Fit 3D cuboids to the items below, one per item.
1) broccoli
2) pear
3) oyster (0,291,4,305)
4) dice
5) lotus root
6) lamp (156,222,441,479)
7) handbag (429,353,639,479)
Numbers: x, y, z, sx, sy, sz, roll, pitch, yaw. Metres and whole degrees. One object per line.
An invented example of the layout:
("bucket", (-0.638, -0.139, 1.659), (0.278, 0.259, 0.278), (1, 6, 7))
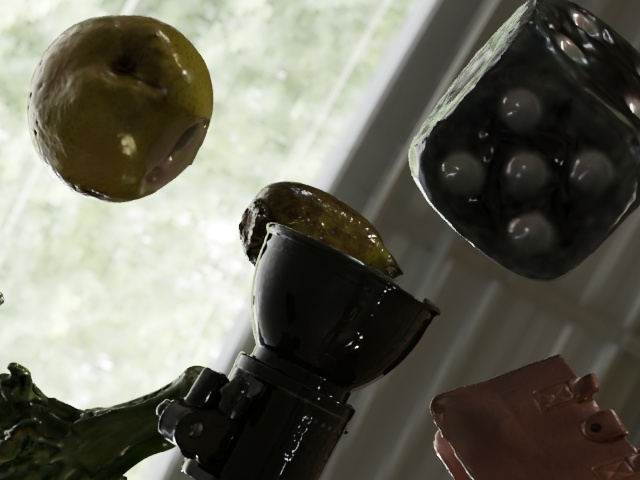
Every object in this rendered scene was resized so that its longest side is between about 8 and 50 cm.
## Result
("broccoli", (-0.238, 0.187, 2.007), (0.275, 0.198, 0.177), (-50, 165, 17))
("pear", (-0.176, -0.121, 1.764), (0.178, 0.178, 0.178), (-42, -147, 36))
("oyster", (-0.349, 0.053, 1.901), (0.100, 0.098, 0.037), (-158, -111, -85))
("dice", (0.195, -0.088, 1.704), (0.181, 0.183, 0.182), (-47, -176, 29))
("lotus root", (0.000, 0.000, 2.172), (0.108, 0.190, 0.094), (-62, -153, 24))
("lamp", (-0.030, 0.117, 1.466), (0.147, 0.172, 0.227), (23, -96, 45))
("handbag", (0.204, 0.194, 1.759), (0.212, 0.157, 0.059), (-125, -159, -49))
